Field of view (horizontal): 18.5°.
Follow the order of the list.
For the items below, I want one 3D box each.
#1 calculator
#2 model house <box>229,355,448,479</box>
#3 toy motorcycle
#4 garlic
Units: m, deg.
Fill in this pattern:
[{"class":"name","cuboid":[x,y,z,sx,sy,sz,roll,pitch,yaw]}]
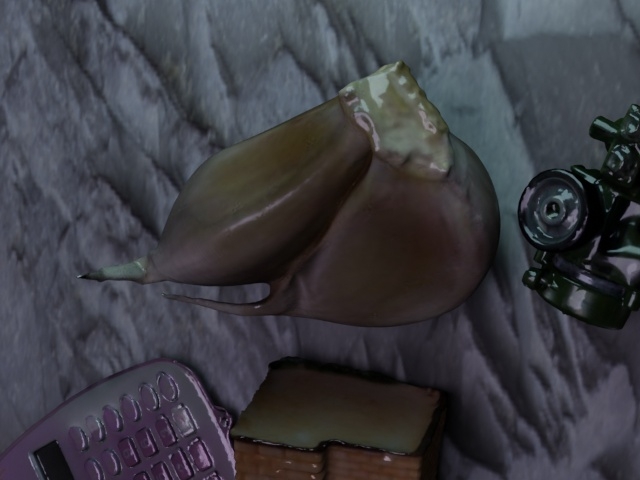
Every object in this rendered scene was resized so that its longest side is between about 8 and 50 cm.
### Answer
[{"class":"calculator","cuboid":[-0.199,0.240,2.004,0.294,0.043,0.194,-30,79,25]},{"class":"model house","cuboid":[0.020,0.226,1.823,0.182,0.166,0.172,7,114,14]},{"class":"toy motorcycle","cuboid":[0.302,0.001,1.647,0.275,0.127,0.205,29,105,27]},{"class":"garlic","cuboid":[0.000,0.000,1.760,0.340,0.246,0.231,-32,92,17]}]
